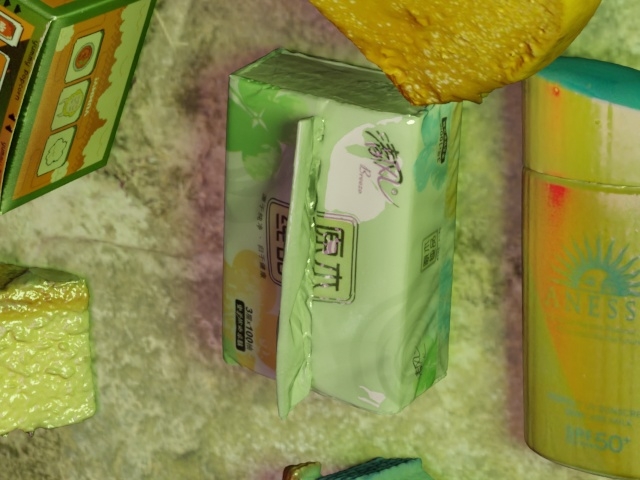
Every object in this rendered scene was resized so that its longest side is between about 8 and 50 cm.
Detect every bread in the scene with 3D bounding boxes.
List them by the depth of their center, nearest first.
[{"bbox_3d":[-0.265,0.093,1.543,0.152,0.127,0.147,-2,108,15],"label":"bread"}]

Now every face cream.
[{"bbox_3d":[0.200,0.019,1.233,0.139,0.067,0.285,8,112,27],"label":"face cream"}]

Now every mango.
[{"bbox_3d":[0.082,-0.180,1.075,0.201,0.350,0.199,0,90,-11],"label":"mango"}]

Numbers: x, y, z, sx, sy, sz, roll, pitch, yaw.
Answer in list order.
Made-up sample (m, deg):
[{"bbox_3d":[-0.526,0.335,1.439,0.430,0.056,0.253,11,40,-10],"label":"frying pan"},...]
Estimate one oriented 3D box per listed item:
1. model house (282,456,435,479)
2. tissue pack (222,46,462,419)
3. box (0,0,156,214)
[{"bbox_3d":[0.037,0.222,1.398,0.149,0.119,0.148,39,126,26],"label":"model house"},{"bbox_3d":[0.000,0.000,1.304,0.159,0.145,0.229,15,115,28],"label":"tissue pack"},{"bbox_3d":[-0.257,-0.154,1.407,0.195,0.148,0.177,33,124,18],"label":"box"}]
